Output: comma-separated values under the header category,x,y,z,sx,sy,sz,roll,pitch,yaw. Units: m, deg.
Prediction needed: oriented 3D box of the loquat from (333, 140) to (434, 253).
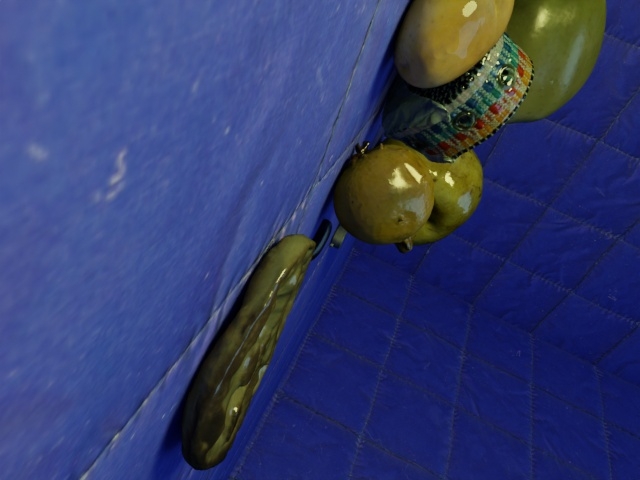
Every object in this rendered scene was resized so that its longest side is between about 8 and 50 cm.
category,x,y,z,sx,sy,sz,roll,pitch,yaw
loquat,0.109,-0.068,0.809,0.172,0.204,0.149,-33,-159,-13

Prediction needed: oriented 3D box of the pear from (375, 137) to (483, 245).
category,x,y,z,sx,sy,sz,roll,pitch,yaw
pear,0.251,-0.150,1.224,0.303,0.304,0.304,-63,175,-10

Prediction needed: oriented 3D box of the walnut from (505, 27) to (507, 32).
category,x,y,z,sx,sy,sz,roll,pitch,yaw
walnut,0.292,-0.419,0.977,0.167,0.168,0.207,-54,167,-61

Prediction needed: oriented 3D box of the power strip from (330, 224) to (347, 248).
category,x,y,z,sx,sy,sz,roll,pitch,yaw
power strip,0.088,-0.074,1.352,0.226,0.029,0.080,-62,174,-16

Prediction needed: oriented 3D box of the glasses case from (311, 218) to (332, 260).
category,x,y,z,sx,sy,sz,roll,pitch,yaw
glasses case,0.000,0.000,0.886,0.083,0.023,0.033,-63,176,-10

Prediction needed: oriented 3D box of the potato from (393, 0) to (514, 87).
category,x,y,z,sx,sy,sz,roll,pitch,yaw
potato,0.190,-0.313,0.675,0.233,0.146,0.150,-60,142,-30

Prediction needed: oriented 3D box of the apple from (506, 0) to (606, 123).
category,x,y,z,sx,sy,sz,roll,pitch,yaw
apple,0.557,-0.572,1.355,0.473,0.474,0.473,-63,175,-10

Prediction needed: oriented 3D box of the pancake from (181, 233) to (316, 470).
category,x,y,z,sx,sy,sz,roll,pitch,yaw
pancake,-0.082,0.127,0.578,0.294,0.050,0.294,23,90,-85

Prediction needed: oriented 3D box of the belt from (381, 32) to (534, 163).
category,x,y,z,sx,sy,sz,roll,pitch,yaw
belt,0.233,-0.260,0.855,0.258,0.150,0.206,-33,-141,41
